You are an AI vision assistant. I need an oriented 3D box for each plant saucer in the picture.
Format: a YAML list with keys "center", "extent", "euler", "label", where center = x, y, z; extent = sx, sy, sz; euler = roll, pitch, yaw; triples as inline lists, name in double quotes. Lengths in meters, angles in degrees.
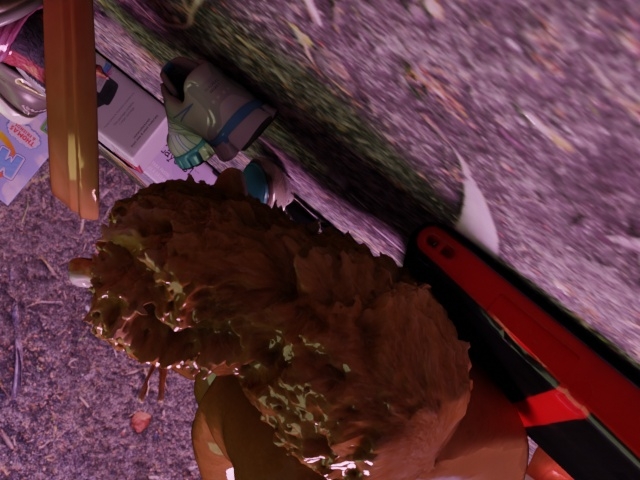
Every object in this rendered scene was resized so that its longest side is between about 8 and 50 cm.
- center: [-0.190, -0.115, 0.960]
  extent: [0.037, 0.200, 0.200]
  euler: [-2, -178, -12]
  label: "plant saucer"

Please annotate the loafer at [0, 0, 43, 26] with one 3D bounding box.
- center: [-0.335, -0.224, 0.993]
  extent: [0.087, 0.251, 0.094]
  euler: [99, 166, -49]
  label: "loafer"

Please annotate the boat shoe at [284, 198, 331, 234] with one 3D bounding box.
- center: [0.000, 0.000, 1.309]
  extent: [0.038, 0.046, 0.125]
  euler: [-30, 101, 38]
  label: "boat shoe"

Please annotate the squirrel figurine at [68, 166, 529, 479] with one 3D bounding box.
- center: [-0.042, 0.073, 1.033]
  extent: [0.370, 0.281, 0.397]
  euler: [50, 163, 29]
  label: "squirrel figurine"

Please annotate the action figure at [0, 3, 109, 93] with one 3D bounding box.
- center: [-0.348, -0.251, 1.150]
  extent: [0.370, 0.248, 0.276]
  euler: [29, 134, 3]
  label: "action figure"

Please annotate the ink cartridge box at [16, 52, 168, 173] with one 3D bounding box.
- center: [-0.259, -0.165, 1.467]
  extent: [0.175, 0.072, 0.127]
  euler: [38, 175, 1]
  label: "ink cartridge box"

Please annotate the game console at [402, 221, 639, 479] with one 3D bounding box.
- center: [0.202, 0.129, 1.038]
  extent: [0.342, 0.060, 0.386]
  euler: [44, 174, 8]
  label: "game console"

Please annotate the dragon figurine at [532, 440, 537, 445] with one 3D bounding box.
- center: [0.160, 0.172, 1.396]
  extent: [0.289, 0.085, 0.144]
  euler: [42, 173, -39]
  label: "dragon figurine"

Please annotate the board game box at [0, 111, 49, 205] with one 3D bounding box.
- center: [-0.460, -0.183, 1.871]
  extent: [0.160, 0.211, 0.039]
  euler: [40, 174, -15]
  label: "board game box"

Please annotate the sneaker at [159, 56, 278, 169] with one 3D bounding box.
- center: [-0.096, -0.108, 0.997]
  extent: [0.083, 0.071, 0.190]
  euler: [47, 164, -13]
  label: "sneaker"

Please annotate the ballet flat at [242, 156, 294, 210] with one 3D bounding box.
- center: [-0.054, -0.045, 1.233]
  extent: [0.168, 0.052, 0.057]
  euler: [136, 117, -67]
  label: "ballet flat"

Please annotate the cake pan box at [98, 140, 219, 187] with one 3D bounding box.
- center: [-0.220, -0.107, 1.708]
  extent: [0.267, 0.070, 0.245]
  euler: [42, 171, -21]
  label: "cake pan box"

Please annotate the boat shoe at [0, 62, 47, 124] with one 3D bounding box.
- center: [-0.474, -0.292, 1.739]
  extent: [0.305, 0.091, 0.109]
  euler: [48, -147, -31]
  label: "boat shoe"

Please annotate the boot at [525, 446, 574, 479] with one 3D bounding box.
- center: [0.290, 0.282, 1.456]
  extent: [0.158, 0.085, 0.059]
  euler: [41, 172, -33]
  label: "boot"
